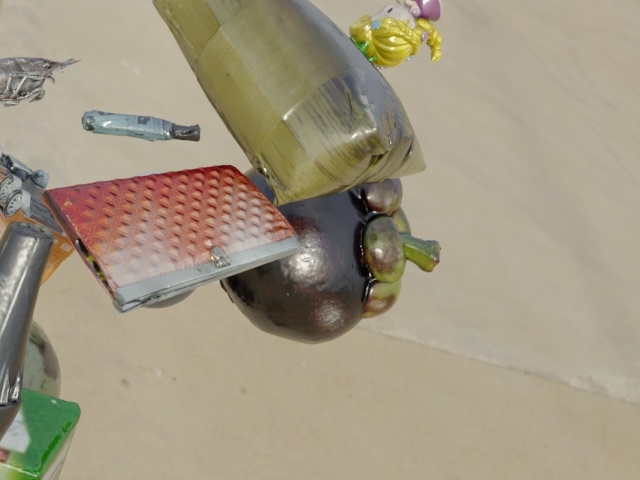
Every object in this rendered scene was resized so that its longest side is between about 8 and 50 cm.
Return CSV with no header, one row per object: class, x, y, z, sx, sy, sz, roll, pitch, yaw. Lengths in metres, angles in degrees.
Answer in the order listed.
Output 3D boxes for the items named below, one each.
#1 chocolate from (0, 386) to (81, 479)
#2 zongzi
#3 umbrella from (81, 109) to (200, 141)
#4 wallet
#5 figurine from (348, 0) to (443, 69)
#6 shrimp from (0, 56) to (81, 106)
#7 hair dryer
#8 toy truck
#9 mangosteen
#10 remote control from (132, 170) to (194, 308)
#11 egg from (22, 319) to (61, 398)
chocolate,-0.614,0.391,1.334,0.341,0.360,0.161,20,26,-11
zongzi,-0.012,-0.172,0.861,0.274,0.145,0.300,55,24,10
umbrella,-0.382,-0.239,1.744,0.250,0.053,0.052,6,72,-10
wallet,-0.101,-0.011,0.611,0.103,0.020,0.196,49,34,17
figurine,0.103,-0.269,1.115,0.156,0.094,0.115,-43,110,-21
shrimp,-0.375,-0.197,1.012,0.165,0.065,0.056,-17,39,-22
hair dryer,-0.476,0.086,0.915,0.359,0.304,0.120,19,3,16
toy truck,-0.710,-0.054,1.862,0.173,0.207,0.387,36,5,-44
mangosteen,-0.013,-0.003,1.221,0.297,0.313,0.297,36,27,-21
remote control,-0.376,0.002,1.881,0.221,0.332,0.103,-9,23,-19
egg,-0.695,0.288,1.619,0.344,0.428,0.345,3,78,-14
